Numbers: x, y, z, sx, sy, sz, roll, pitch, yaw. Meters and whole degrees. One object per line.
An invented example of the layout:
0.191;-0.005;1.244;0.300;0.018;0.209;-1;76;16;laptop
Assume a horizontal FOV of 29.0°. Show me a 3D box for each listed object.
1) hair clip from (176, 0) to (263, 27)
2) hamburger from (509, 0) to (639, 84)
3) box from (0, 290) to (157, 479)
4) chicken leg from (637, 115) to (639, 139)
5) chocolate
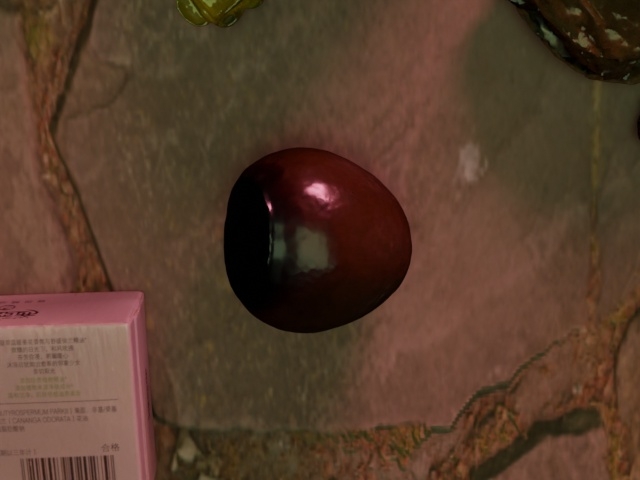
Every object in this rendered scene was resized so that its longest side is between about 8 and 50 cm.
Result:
-0.056;-0.254;1.093;0.173;0.046;0.072;-39;99;8;hair clip
0.267;-0.245;1.071;0.183;0.130;0.206;38;120;-8;hamburger
-0.292;0.156;1.171;0.260;0.111;0.194;-1;105;2;box
0.377;-0.152;1.125;0.205;0.053;0.093;-31;89;4;chicken leg
0.000;0.000;1.118;0.177;0.177;0.177;0;105;0;chocolate
